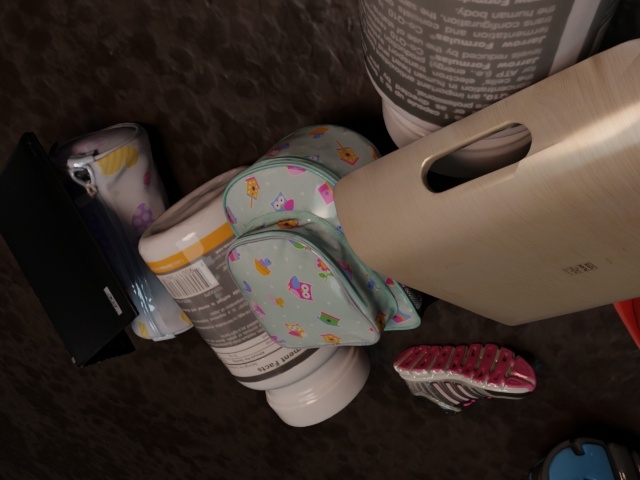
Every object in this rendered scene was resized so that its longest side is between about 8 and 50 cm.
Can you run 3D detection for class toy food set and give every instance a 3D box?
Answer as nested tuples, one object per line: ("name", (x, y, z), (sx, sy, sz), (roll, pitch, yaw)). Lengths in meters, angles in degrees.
("toy food set", (0.187, -0.020, 0.471), (0.219, 0.093, 0.306), (-22, 149, 38))

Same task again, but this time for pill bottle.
("pill bottle", (-0.065, 0.068, 0.710), (0.162, 0.162, 0.279), (-18, 115, 36))
("pill bottle", (0.101, -0.165, 0.382), (0.161, 0.161, 0.283), (20, 161, 14))

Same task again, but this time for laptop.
("laptop", (-0.289, 0.022, 0.768), (0.136, 0.264, 0.234), (-32, 84, 2))

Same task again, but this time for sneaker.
("sneaker", (0.172, 0.167, 0.726), (0.170, 0.063, 0.075), (-4, 121, 36))
("sneaker", (0.406, 0.309, 0.693), (0.340, 0.125, 0.140), (20, 158, 10))

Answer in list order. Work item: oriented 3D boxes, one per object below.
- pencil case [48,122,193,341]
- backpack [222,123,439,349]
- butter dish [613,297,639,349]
("pencil case", (-0.226, -0.007, 0.766), (0.113, 0.124, 0.273), (-19, 123, -7))
("backpack", (0.000, 0.000, 0.551), (0.165, 0.144, 0.189), (-12, 110, 45))
("butter dish", (0.353, 0.095, 0.537), (0.160, 0.118, 0.160), (-25, 110, 38))
